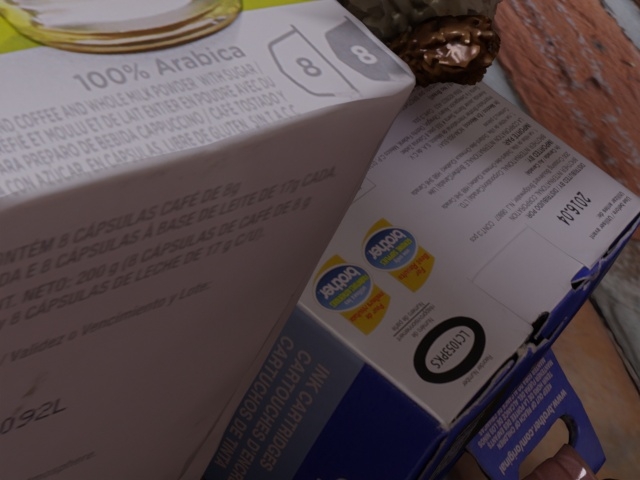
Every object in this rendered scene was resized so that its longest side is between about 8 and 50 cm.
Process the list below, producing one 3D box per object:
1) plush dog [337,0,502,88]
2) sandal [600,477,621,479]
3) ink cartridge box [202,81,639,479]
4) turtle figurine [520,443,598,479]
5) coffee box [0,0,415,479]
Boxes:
[{"bbox_3d":[0.007,-0.176,0.712,0.225,0.211,0.262,32,42,-25],"label":"plush dog"},{"bbox_3d":[0.170,0.225,0.673,0.097,0.054,0.254,22,40,-8],"label":"sandal"},{"bbox_3d":[0.000,0.000,0.742,0.395,0.151,0.270,37,40,13],"label":"ink cartridge box"},{"bbox_3d":[0.027,0.168,0.521,0.087,0.217,0.269,58,0,-30],"label":"turtle figurine"},{"bbox_3d":[-0.246,-0.004,0.454,0.338,0.338,0.334,-19,58,-43],"label":"coffee box"}]
